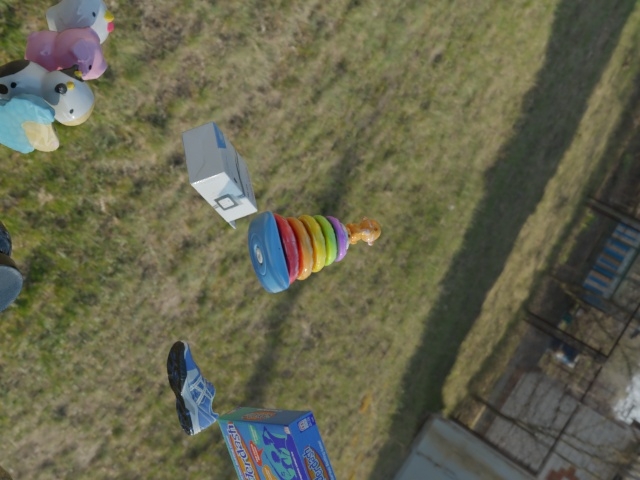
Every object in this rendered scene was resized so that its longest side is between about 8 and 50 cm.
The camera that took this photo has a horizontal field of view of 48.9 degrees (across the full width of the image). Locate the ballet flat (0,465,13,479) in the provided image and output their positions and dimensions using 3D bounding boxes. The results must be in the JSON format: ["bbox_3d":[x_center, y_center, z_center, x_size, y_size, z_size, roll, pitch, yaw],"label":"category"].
[{"bbox_3d":[-0.596,0.349,0.992,0.116,0.124,0.342,-50,153,13],"label":"ballet flat"}]

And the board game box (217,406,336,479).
[{"bbox_3d":[-0.062,0.331,1.043,0.047,0.210,0.160,-22,93,-36],"label":"board game box"}]

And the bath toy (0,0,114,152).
[{"bbox_3d":[-0.419,-0.296,1.143,0.129,0.151,0.348,-48,-155,44],"label":"bath toy"}]

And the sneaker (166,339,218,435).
[{"bbox_3d":[-0.285,0.321,1.566,0.081,0.080,0.211,-14,97,-33],"label":"sneaker"}]

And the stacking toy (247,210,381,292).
[{"bbox_3d":[0.000,0.000,1.576,0.302,0.175,0.166,-14,177,-22],"label":"stacking toy"}]

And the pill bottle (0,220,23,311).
[{"bbox_3d":[-0.449,-0.009,0.837,0.123,0.219,0.123,-34,154,-19],"label":"pill bottle"}]

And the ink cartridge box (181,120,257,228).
[{"bbox_3d":[-0.160,-0.105,1.178,0.060,0.104,0.180,-20,153,9],"label":"ink cartridge box"}]
